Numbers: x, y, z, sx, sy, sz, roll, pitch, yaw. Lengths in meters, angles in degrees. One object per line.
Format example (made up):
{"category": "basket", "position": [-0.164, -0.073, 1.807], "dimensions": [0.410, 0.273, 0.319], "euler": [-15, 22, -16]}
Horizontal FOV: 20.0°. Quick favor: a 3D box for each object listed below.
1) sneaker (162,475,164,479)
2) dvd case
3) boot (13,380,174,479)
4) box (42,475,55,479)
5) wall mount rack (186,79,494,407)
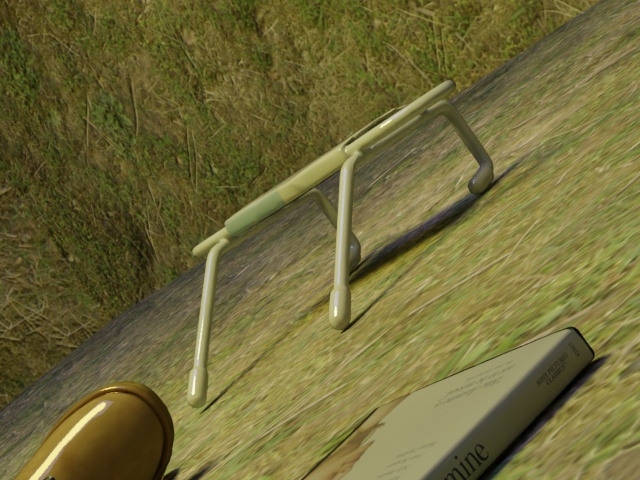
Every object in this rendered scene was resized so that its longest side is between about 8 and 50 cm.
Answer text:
{"category": "sneaker", "position": [-0.197, 0.208, 1.391], "dimensions": [0.175, 0.064, 0.067], "euler": [-39, 15, 0]}
{"category": "dvd case", "position": [0.001, 0.138, 0.847], "dimensions": [0.253, 0.022, 0.180], "euler": [-40, 6, -35]}
{"category": "boot", "position": [-0.213, 0.219, 1.229], "dimensions": [0.236, 0.089, 0.269], "euler": [-49, -1, 13]}
{"category": "box", "position": [-0.205, 0.231, 0.998], "dimensions": [0.156, 0.093, 0.158], "euler": [-36, 5, 26]}
{"category": "wall mount rack", "position": [0.000, 0.000, 1.654], "dimensions": [0.350, 0.130, 0.304], "euler": [-33, 3, 43]}
